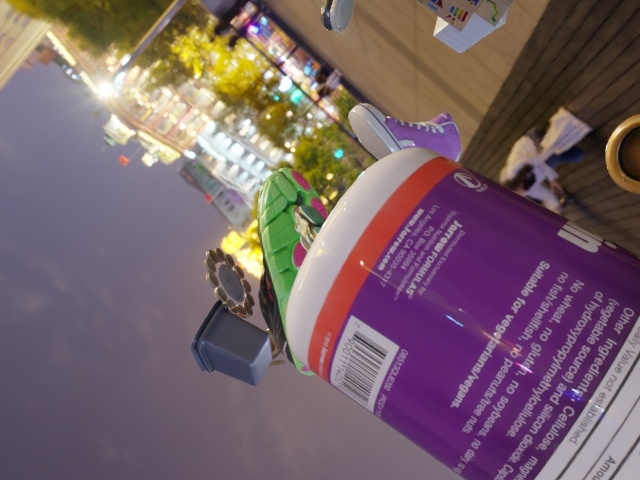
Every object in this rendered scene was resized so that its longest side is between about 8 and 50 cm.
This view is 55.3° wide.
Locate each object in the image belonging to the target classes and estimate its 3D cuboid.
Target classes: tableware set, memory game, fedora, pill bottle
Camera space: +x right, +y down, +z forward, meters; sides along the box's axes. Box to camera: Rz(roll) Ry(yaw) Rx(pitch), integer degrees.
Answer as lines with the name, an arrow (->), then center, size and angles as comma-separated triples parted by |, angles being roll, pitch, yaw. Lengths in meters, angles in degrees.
tableware set -> -0.109, 0.309, 1.863 | 0.039, 0.194, 0.128 | 99, 155, -51
memory game -> -0.209, 0.100, 1.411 | 0.186, 0.012, 0.186 | 54, -163, -24
fedora -> 0.799, -0.211, 1.489 | 0.079, 0.194, 0.194 | -12, -130, -46
pill bottle -> 0.149, 0.083, 0.395 | 0.323, 0.181, 0.181 | 31, -178, 20

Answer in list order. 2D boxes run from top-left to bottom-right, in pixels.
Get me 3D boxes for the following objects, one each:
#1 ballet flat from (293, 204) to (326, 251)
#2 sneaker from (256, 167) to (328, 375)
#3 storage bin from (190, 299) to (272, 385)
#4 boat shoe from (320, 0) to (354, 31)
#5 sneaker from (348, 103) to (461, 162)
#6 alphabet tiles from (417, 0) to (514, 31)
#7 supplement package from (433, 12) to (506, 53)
ballet flat -> 0.000, 0.000, 1.025 | 0.070, 0.070, 0.188 | 40, -173, -27
sneaker -> -0.083, 0.075, 1.411 | 0.185, 0.482, 0.202 | -13, -167, -38
storage bin -> -0.121, 0.156, 0.907 | 0.091, 0.098, 0.135 | 23, 152, 11
boat shoe -> 0.022, -0.450, 1.081 | 0.084, 0.079, 0.233 | 73, -158, -54
sneaker -> 0.183, -0.222, 1.246 | 0.282, 0.161, 0.102 | 37, 176, -37
alphabet tiles -> 0.314, -0.617, 1.276 | 0.285, 0.011, 0.342 | 35, 143, 1
supplement package -> 0.413, -0.617, 1.672 | 0.105, 0.105, 0.179 | 26, 158, -22
